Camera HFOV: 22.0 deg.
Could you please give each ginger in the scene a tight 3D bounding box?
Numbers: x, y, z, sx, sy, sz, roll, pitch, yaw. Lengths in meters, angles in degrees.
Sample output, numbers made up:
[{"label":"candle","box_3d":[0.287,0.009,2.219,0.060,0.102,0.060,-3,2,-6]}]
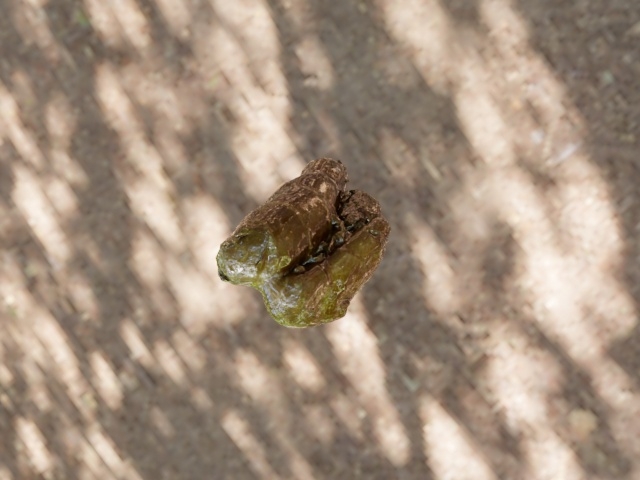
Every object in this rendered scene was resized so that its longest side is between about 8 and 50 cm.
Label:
[{"label":"ginger","box_3d":[0.000,0.000,1.216,0.103,0.162,0.073,45,136,-1]}]
